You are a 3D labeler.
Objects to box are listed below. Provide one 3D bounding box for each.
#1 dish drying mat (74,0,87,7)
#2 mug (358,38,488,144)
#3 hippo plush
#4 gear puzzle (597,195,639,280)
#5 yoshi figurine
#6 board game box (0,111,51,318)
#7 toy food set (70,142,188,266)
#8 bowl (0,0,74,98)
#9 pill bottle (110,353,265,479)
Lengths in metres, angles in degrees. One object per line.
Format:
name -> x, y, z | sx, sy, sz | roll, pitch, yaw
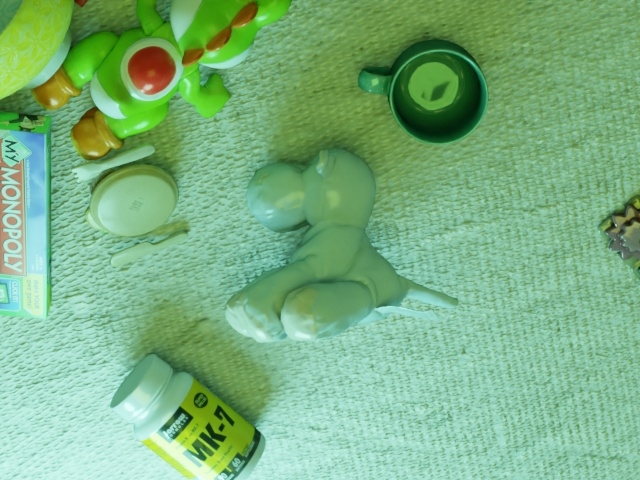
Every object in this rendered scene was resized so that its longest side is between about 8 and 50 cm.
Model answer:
dish drying mat -> -0.301, -0.347, 1.827 | 0.032, 0.008, 0.083 | 37, 106, -13
mug -> 0.143, -0.209, 1.844 | 0.157, 0.097, 0.129 | 42, 104, -14
hippo plush -> 0.000, 0.000, 1.838 | 0.294, 0.234, 0.237 | -6, 94, 20
gear puzzle -> 0.568, -0.055, 1.940 | 0.339, 0.044, 0.175 | -39, 106, 12
yoshi figurine -> -0.187, -0.264, 1.804 | 0.362, 0.203, 0.203 | -28, 68, 23
board game box -> -0.469, -0.035, 1.866 | 0.213, 0.046, 0.317 | 6, 128, -3
toy food set -> -0.259, -0.058, 1.896 | 0.132, 0.038, 0.192 | -20, 136, -6
bowl -> -0.405, -0.275, 1.744 | 0.289, 0.289, 0.156 | -39, 139, 11
pill bottle -> -0.191, 0.264, 1.993 | 0.208, 0.119, 0.119 | 41, 104, -15
